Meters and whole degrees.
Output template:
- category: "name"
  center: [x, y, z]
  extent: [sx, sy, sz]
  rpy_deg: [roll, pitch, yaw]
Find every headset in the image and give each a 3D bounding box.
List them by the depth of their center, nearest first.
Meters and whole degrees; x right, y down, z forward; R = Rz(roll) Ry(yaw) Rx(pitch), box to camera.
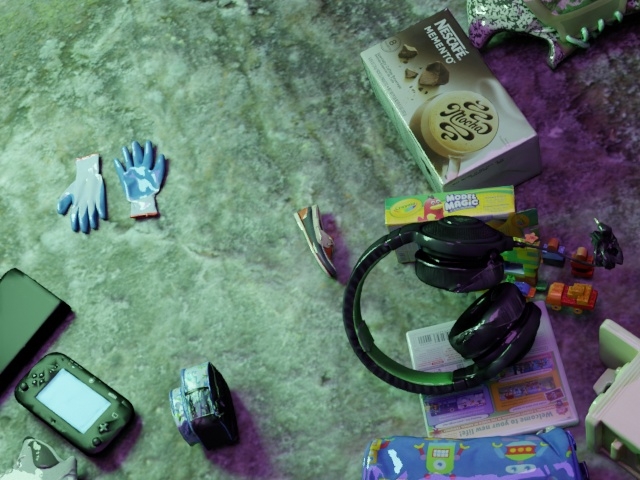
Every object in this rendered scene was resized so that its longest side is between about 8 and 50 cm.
- category: "headset"
  center: [0.218, 0.075, 1.500]
  extent: [0.394, 0.185, 0.243]
  rpy_deg: [-24, 100, 13]

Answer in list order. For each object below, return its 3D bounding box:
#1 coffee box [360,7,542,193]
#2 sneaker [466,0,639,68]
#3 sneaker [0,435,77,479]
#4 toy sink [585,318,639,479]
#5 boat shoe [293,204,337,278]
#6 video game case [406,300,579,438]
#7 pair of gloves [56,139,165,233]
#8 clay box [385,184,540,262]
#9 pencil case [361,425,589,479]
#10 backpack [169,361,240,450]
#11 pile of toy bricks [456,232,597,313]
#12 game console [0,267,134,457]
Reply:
- category: "coffee box"
  center: [0.207, -0.207, 1.763]
  extent: [0.168, 0.119, 0.297]
  rpy_deg: [-27, 60, 0]
- category: "sneaker"
  center: [0.424, -0.372, 1.815]
  extent: [0.410, 0.158, 0.182]
  rpy_deg: [6, 96, 15]
- category: "sneaker"
  center: [-0.473, 0.364, 1.663]
  extent: [0.229, 0.086, 0.132]
  rpy_deg: [-4, 57, 1]
- category: "toy sink"
  center: [0.434, 0.240, 1.454]
  extent: [0.234, 0.153, 0.131]
  rpy_deg: [38, 77, 26]
- category: "boat shoe"
  center: [0.000, 0.000, 1.749]
  extent: [0.043, 0.049, 0.137]
  rpy_deg: [-25, 55, -2]
- category: "video game case"
  center: [0.246, 0.199, 1.596]
  extent: [0.212, 0.023, 0.193]
  rpy_deg: [-14, 60, 6]
- category: "pair of gloves"
  center: [-0.363, -0.094, 1.902]
  extent: [0.198, 0.023, 0.159]
  rpy_deg: [-11, 61, 7]
- category: "clay box"
  center: [0.217, -0.024, 1.660]
  extent: [0.222, 0.127, 0.053]
  rpy_deg: [-6, 61, 10]
- category: "pencil case"
  center: [0.208, 0.318, 1.486]
  extent: [0.306, 0.119, 0.133]
  rpy_deg: [-6, 51, 11]
- category: "backpack"
  center: [-0.177, 0.244, 1.631]
  extent: [0.084, 0.105, 0.114]
  rpy_deg: [-16, 55, 4]
- category: "pile of toy bricks"
  center: [0.301, 0.030, 1.609]
  extent: [0.212, 0.105, 0.118]
  rpy_deg: [8, 51, 22]
- category: "game console"
  center: [-0.438, 0.206, 1.751]
  extent: [0.361, 0.044, 0.213]
  rpy_deg: [30, 74, 25]
